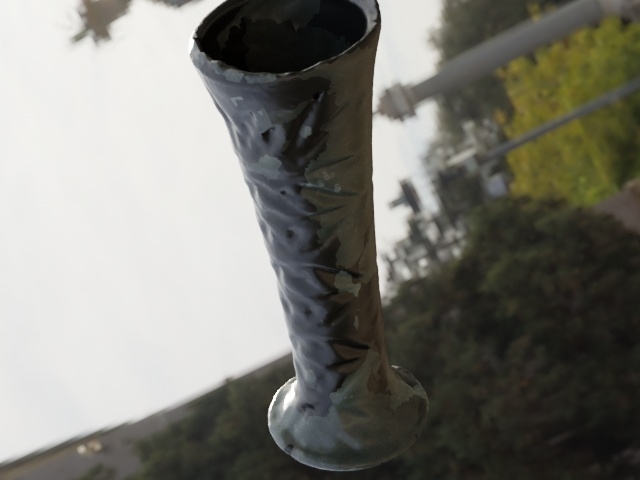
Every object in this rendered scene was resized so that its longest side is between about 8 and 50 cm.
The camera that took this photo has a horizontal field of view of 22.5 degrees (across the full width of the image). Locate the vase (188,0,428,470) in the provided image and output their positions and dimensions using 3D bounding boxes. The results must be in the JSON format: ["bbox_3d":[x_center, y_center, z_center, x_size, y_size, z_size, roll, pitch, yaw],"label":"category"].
[{"bbox_3d":[0.000,0.000,0.523,0.059,0.059,0.167,-99,-1,-52],"label":"vase"}]
